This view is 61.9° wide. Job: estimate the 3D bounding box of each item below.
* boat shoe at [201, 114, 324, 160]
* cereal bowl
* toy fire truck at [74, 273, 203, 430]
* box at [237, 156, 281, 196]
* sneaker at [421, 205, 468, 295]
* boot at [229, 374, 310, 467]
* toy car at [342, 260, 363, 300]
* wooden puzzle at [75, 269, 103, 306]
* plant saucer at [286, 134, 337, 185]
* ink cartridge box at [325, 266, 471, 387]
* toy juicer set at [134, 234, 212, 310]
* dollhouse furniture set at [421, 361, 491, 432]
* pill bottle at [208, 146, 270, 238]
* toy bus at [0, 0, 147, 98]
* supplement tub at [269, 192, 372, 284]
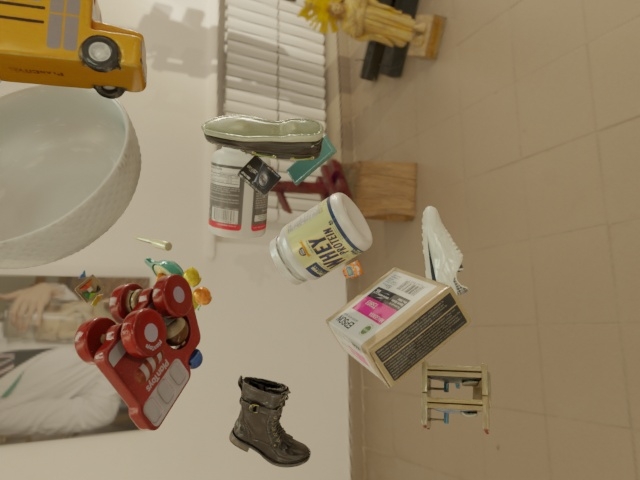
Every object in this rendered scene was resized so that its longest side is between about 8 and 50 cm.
[{"bbox_3d":[-0.109,-0.188,1.008,0.069,0.227,0.081,95,178,-45],"label":"boat shoe"},{"bbox_3d":[-0.444,-0.092,0.859,0.141,0.339,0.339,78,176,-55],"label":"cereal bowl"},{"bbox_3d":[-0.369,0.231,1.192,0.254,0.169,0.302,66,-154,-24],"label":"toy fire truck"},{"bbox_3d":[-0.145,-0.153,1.270,0.067,0.083,0.018,-50,4,-26],"label":"box"},{"bbox_3d":[0.306,0.025,1.332,0.094,0.090,0.235,-10,79,20],"label":"sneaker"},{"bbox_3d":[-0.127,0.500,1.485,0.091,0.263,0.229,-77,6,-67],"label":"boot"},{"bbox_3d":[0.078,0.105,1.209,0.060,0.040,0.122,-165,59,-69],"label":"toy car"},{"bbox_3d":[-0.720,0.152,1.668,0.014,0.116,0.078,16,60,37],"label":"wooden puzzle"},{"bbox_3d":[-0.034,-0.255,1.712,0.192,0.018,0.067,-37,83,32],"label":"plant saucer"},{"bbox_3d":[0.137,0.153,1.016,0.088,0.193,0.234,58,167,-15],"label":"ink cartridge box"},{"bbox_3d":[-0.494,0.114,1.770,0.209,0.089,0.329,-13,119,52],"label":"toy juicer set"},{"bbox_3d":[0.290,0.337,1.121,0.129,0.184,0.129,-2,67,19],"label":"dollhouse furniture set"},{"bbox_3d":[-0.240,-0.176,1.594,0.176,0.176,0.319,30,117,60],"label":"pill bottle"},{"bbox_3d":[-0.421,-0.292,0.753,0.108,0.332,0.130,149,121,-74],"label":"toy bus"},{"bbox_3d":[0.000,0.000,1.955,0.325,0.235,0.235,-32,51,19],"label":"supplement tub"}]
